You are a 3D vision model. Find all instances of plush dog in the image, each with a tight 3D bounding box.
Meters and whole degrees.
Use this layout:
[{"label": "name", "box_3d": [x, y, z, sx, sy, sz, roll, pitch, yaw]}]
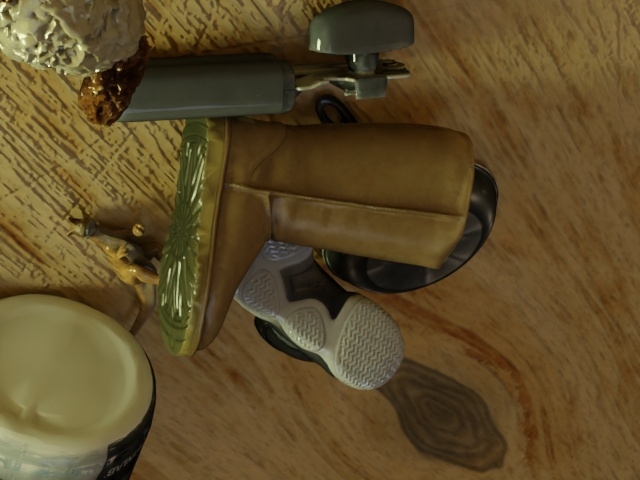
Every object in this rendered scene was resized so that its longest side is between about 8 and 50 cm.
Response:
[{"label": "plush dog", "box_3d": [-0.188, -0.202, 1.061, 0.210, 0.225, 0.262, -34, 142, 13]}]

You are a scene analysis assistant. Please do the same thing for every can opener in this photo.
[{"label": "can opener", "box_3d": [-0.053, -0.158, 1.338, 0.283, 0.076, 0.095, -5, 107, -22]}]

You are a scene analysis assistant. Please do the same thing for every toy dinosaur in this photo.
[{"label": "toy dinosaur", "box_3d": [-0.175, 0.027, 1.506, 0.112, 0.064, 0.211, -4, 143, 17]}]

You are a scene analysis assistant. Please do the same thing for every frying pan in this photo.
[{"label": "frying pan", "box_3d": [0.097, -0.046, 1.562, 0.197, 0.053, 0.326, -17, 146, -11]}]

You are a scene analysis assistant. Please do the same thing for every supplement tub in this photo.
[{"label": "supplement tub", "box_3d": [-0.297, 0.231, 1.551, 0.207, 0.207, 0.338, -1, 138, -27]}]

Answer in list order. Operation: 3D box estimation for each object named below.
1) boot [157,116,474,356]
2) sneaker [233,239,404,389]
[{"label": "boot", "box_3d": [0.000, 0.000, 1.425, 0.269, 0.089, 0.236, 6, 100, -25]}, {"label": "sneaker", "box_3d": [-0.044, 0.043, 1.540, 0.268, 0.153, 0.101, 45, 76, -17]}]
